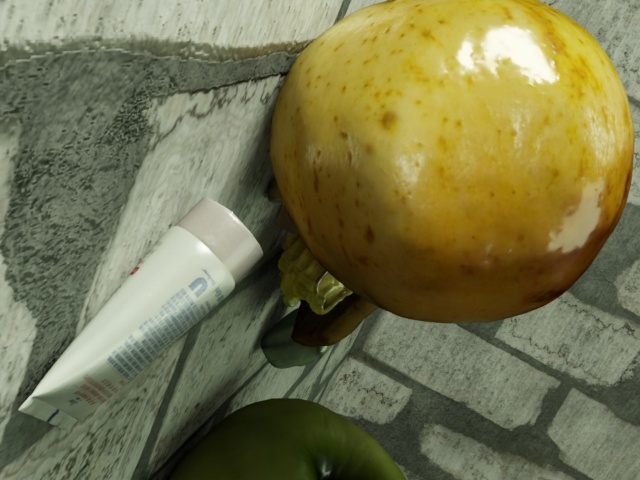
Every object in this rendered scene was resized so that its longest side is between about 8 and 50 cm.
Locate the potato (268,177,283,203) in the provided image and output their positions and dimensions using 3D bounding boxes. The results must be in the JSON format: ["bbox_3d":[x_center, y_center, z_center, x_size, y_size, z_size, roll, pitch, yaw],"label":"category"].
[{"bbox_3d":[-0.051,-0.067,0.980,0.093,0.036,0.037,165,-82,-80],"label":"potato"}]

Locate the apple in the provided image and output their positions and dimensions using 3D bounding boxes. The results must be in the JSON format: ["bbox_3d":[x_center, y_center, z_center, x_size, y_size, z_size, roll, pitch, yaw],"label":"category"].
[{"bbox_3d":[-0.062,0.506,1.281,0.474,0.473,0.474,-58,169,-19],"label":"apple"}]

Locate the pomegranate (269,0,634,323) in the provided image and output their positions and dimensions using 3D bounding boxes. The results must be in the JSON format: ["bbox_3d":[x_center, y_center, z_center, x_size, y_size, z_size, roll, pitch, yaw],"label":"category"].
[{"bbox_3d":[0.131,-0.118,0.824,0.410,0.410,0.410,-58,169,-19],"label":"pomegranate"}]

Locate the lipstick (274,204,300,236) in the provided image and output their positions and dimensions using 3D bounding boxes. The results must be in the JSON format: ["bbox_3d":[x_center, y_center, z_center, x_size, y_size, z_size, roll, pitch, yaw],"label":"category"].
[{"bbox_3d":[-0.015,-0.080,1.064,0.145,0.045,0.045,-67,171,25],"label":"lipstick"}]

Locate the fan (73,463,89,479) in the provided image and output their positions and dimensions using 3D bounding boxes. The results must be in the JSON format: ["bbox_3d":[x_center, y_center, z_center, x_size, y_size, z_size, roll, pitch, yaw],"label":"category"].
[{"bbox_3d":[-0.277,0.276,0.837,0.083,0.004,0.056,-53,166,-37],"label":"fan"}]

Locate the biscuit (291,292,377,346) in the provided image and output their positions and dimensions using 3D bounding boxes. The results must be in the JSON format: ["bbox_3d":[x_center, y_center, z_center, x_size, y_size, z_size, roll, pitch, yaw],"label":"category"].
[{"bbox_3d":[0.078,0.026,1.222,0.359,0.046,0.359,-48,-166,16],"label":"biscuit"}]

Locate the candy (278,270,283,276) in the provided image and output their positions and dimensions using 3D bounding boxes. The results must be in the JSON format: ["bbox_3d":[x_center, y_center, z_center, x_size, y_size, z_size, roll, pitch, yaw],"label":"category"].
[{"bbox_3d":[0.000,0.000,1.261,0.160,0.073,0.092,-57,176,-24],"label":"candy"}]

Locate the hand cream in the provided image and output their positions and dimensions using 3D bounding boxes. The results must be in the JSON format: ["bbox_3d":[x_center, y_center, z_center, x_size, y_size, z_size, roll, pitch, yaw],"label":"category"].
[{"bbox_3d":[-0.164,0.074,0.715,0.248,0.083,0.133,-46,164,-18],"label":"hand cream"}]

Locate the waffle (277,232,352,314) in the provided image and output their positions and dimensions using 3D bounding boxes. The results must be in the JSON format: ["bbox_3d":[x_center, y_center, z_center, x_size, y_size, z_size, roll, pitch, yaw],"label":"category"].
[{"bbox_3d":[0.058,-0.030,1.098,0.283,0.065,0.310,-16,-141,36],"label":"waffle"}]

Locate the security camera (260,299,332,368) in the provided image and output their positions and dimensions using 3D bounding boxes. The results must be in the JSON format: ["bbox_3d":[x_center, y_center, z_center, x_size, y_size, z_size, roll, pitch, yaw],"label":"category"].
[{"bbox_3d":[0.007,0.133,1.463,0.157,0.080,0.301,-23,-165,37],"label":"security camera"}]
